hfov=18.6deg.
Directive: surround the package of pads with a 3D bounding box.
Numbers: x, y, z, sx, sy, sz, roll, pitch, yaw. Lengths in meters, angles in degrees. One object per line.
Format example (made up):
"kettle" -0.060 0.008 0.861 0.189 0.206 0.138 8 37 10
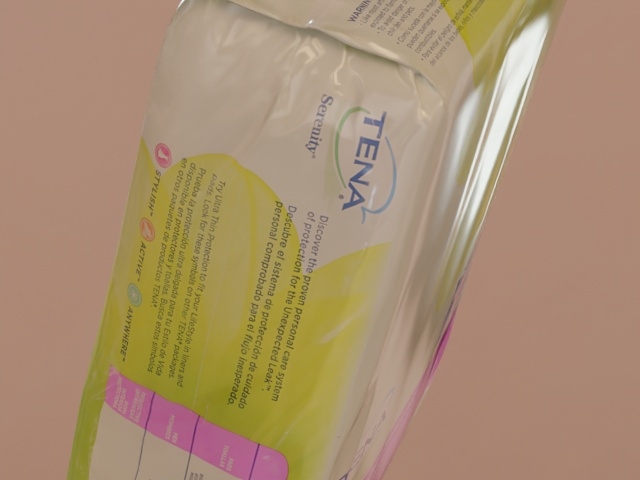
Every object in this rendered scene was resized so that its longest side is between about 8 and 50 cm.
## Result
"package of pads" 0.000 0.000 0.749 0.101 0.296 0.229 23 -145 10
